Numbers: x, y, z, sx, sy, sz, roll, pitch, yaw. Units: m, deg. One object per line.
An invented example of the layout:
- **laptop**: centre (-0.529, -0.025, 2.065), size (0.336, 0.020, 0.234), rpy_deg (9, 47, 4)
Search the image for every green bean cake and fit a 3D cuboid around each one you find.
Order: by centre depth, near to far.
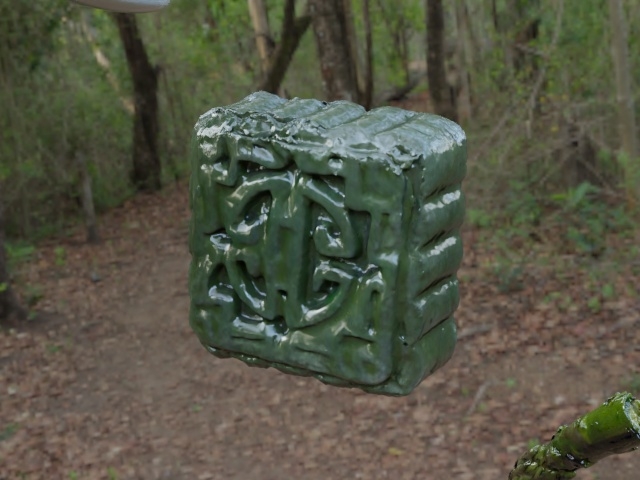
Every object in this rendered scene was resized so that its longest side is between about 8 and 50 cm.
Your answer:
- **green bean cake**: centre (0.000, 0.000, 0.650), size (0.183, 0.185, 0.094), rpy_deg (11, 17, 26)

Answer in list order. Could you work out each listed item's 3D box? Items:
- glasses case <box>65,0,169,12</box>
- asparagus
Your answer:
- **glasses case**: centre (-0.164, -0.185, 0.635), size (0.076, 0.049, 0.197), rpy_deg (2, 20, -38)
- **asparagus**: centre (0.161, 0.137, 0.617), size (0.036, 0.165, 0.030), rpy_deg (26, 57, -1)
